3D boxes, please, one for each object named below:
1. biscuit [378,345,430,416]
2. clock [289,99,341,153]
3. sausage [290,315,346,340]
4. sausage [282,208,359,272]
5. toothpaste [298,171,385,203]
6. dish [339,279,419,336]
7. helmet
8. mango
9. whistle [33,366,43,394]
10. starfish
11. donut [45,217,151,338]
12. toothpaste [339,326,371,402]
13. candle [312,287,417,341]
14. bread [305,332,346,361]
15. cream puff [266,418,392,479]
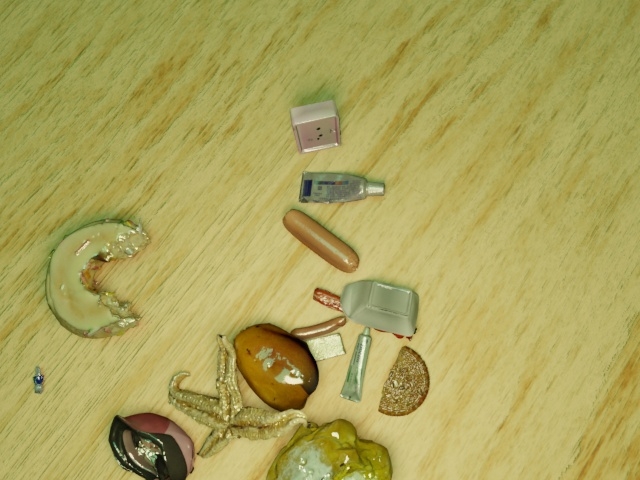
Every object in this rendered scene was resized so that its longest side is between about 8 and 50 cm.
[{"bbox_3d":[0.253,0.422,1.364,0.126,0.025,0.206,22,78,9],"label":"biscuit"},{"bbox_3d":[-0.012,-0.362,1.503,0.150,0.197,0.063,-12,73,1],"label":"clock"},{"bbox_3d":[-0.006,0.266,1.413,0.177,0.040,0.047,-15,114,1],"label":"sausage"},{"bbox_3d":[0.000,0.000,1.463,0.289,0.086,0.086,38,81,12],"label":"sausage"},{"bbox_3d":[0.069,-0.168,1.522,0.283,0.068,0.099,3,45,14],"label":"toothpaste"},{"bbox_3d":[0.177,0.181,1.384,0.234,0.064,0.154,12,53,6],"label":"dish"},{"bbox_3d":[-0.456,0.576,1.311,0.253,0.154,0.198,41,123,23],"label":"helmet"},{"bbox_3d":[-0.130,0.352,1.339,0.287,0.152,0.201,34,69,18],"label":"mango"},{"bbox_3d":[-0.872,0.432,1.443,0.033,0.029,0.083,-9,81,18],"label":"whistle"},{"bbox_3d":[-0.252,0.434,1.294,0.432,0.082,0.323,-36,76,32],"label":"starfish"},{"bbox_3d":[-0.686,0.118,1.449,0.308,0.150,0.370,-1,75,4],"label":"donut"},{"bbox_3d":[0.113,0.364,1.385,0.064,0.041,0.218,12,79,20],"label":"toothpaste"},{"bbox_3d":[0.127,0.225,1.416,0.330,0.048,0.051,22,62,10],"label":"candle"},{"bbox_3d":[-0.004,0.328,1.407,0.154,0.028,0.068,-15,75,1],"label":"bread"},{"bbox_3d":[0.018,0.638,1.238,0.274,0.270,0.323,23,74,45],"label":"cream puff"}]
